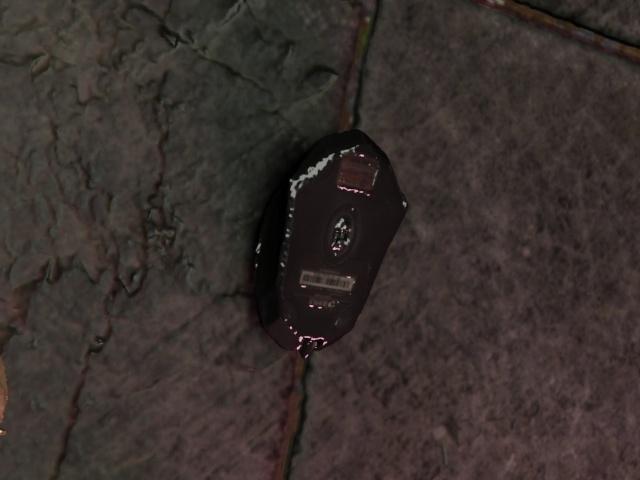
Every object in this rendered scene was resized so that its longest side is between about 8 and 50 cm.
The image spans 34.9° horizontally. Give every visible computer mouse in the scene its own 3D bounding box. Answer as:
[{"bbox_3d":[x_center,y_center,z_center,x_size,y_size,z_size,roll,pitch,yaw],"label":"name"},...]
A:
[{"bbox_3d":[0.000,0.000,0.750,0.099,0.057,0.172,12,98,-30],"label":"computer mouse"}]

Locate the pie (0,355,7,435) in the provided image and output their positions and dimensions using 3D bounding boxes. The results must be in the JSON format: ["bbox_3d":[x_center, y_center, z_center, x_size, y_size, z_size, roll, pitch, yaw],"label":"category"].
[{"bbox_3d":[-0.279,0.094,0.592,0.194,0.079,0.163,-20,98,-27],"label":"pie"}]
